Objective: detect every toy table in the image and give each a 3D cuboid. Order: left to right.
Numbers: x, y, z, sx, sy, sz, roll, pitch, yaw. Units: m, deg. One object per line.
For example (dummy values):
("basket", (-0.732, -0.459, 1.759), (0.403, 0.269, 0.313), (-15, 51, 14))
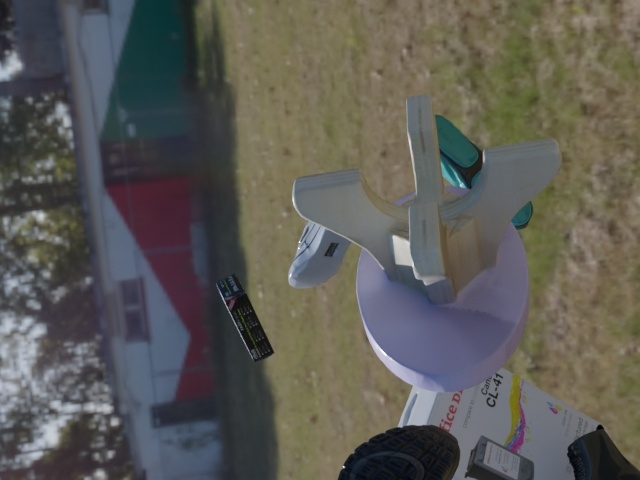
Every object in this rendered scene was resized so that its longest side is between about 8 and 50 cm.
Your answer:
("toy table", (0.113, -0.009, 0.962), (0.274, 0.252, 0.161), (-104, -2, -51))

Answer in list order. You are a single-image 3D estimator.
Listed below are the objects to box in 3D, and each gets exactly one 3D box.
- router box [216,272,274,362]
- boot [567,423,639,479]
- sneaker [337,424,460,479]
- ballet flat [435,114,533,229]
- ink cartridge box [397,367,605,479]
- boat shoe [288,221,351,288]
("router box", (-0.123, 0.125, 1.591), (0.122, 0.038, 0.092), (67, 174, -21))
("boot", (0.384, 0.367, 1.462), (0.137, 0.198, 0.077), (56, 148, 33))
("sneaker", (0.057, 0.331, 1.109), (0.109, 0.286, 0.130), (30, 158, 40))
("ballet flat", (0.253, -0.106, 1.619), (0.247, 0.083, 0.087), (47, 166, 13))
("ink cartridge box", (0.289, 0.342, 1.604), (0.131, 0.306, 0.226), (-46, 16, 56))
("boat shoe", (0.000, 0.000, 2.017), (0.267, 0.096, 0.088), (117, 151, -49))
